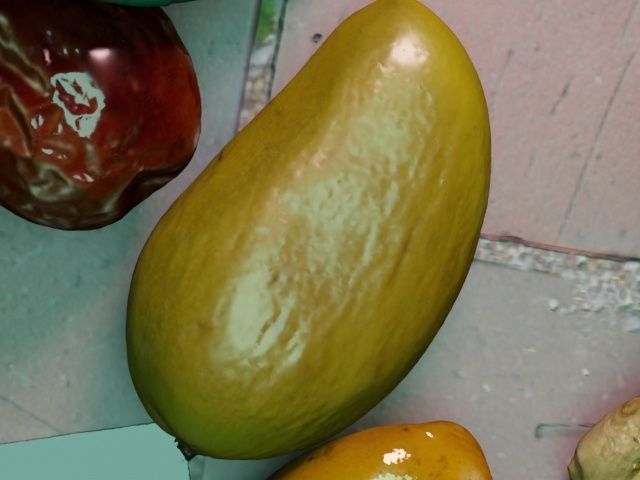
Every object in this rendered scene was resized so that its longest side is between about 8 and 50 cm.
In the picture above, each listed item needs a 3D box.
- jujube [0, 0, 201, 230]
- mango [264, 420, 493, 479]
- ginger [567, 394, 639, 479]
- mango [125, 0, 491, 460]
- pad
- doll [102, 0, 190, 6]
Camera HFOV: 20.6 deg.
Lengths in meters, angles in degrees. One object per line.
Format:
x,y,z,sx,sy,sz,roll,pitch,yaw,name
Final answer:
-0.187,-0.117,1.151,0.168,0.168,0.236,-44,83,-3,jujube
0.017,0.202,1.203,0.217,0.141,0.102,-20,56,0,mango
0.377,0.073,1.194,0.363,0.122,0.348,11,125,0,ginger
0.004,0.007,1.182,0.195,0.142,0.331,43,88,-14,mango
-0.168,0.191,1.240,0.157,0.003,0.112,-7,94,-7,pad
-0.099,-0.221,1.114,0.195,0.258,0.153,-20,86,9,doll
